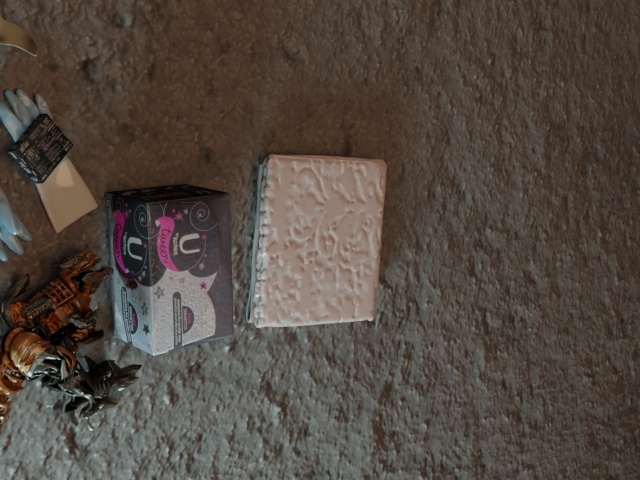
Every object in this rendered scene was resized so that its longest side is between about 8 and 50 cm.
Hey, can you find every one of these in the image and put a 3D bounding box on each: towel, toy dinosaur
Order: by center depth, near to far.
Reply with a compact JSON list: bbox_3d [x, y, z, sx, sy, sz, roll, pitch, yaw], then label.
[{"bbox_3d":[-0.413,0.175,1.340,0.218,0.164,0.322,40,90,-24],"label":"toy dinosaur"},{"bbox_3d":[0.000,0.000,1.706,0.316,0.053,0.332,0,98,-41],"label":"towel"}]

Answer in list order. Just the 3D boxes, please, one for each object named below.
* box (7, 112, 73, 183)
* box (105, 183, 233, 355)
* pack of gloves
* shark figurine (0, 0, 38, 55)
[{"bbox_3d":[-0.413,-0.136,1.300,0.067,0.018,0.083,56,50,-38],"label":"box"},{"bbox_3d":[-0.246,0.042,1.434,0.163,0.142,0.247,-10,104,-40],"label":"box"},{"bbox_3d":[-0.447,-0.096,1.293,0.195,0.046,0.232,-38,121,-29],"label":"pack of gloves"},{"bbox_3d":[-0.502,-0.233,1.188,0.166,0.116,0.278,37,61,-5],"label":"shark figurine"}]
